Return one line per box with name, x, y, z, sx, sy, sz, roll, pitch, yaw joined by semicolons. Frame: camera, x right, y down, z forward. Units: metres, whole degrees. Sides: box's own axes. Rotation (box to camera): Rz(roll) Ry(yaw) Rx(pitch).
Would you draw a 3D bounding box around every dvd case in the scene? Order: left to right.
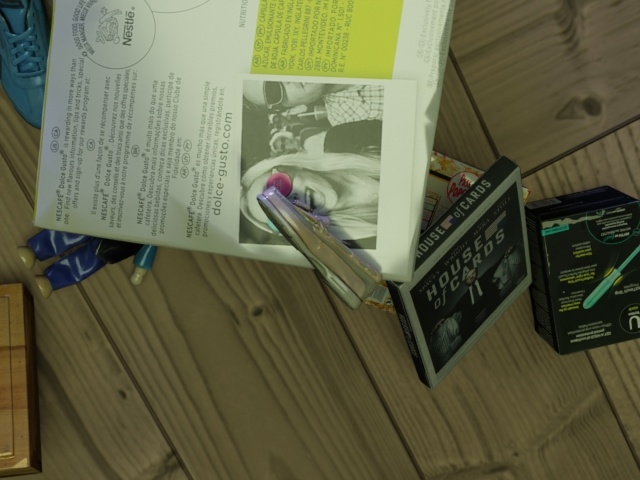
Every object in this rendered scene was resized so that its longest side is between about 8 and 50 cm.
dvd case;0.153;0.041;1.162;0.029;0.239;0.179;37;74;30

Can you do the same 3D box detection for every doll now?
doll;-0.236;-0.004;1.231;0.189;0.046;0.129;-29;100;-6

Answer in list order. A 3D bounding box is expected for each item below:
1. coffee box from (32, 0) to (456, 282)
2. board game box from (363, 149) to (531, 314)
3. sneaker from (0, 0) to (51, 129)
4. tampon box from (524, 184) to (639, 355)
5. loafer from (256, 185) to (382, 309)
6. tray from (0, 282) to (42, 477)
coffee box;-0.057;-0.180;1.046;0.334;0.337;0.338;8;101;0
board game box;0.137;0.001;1.272;0.146;0.045;0.193;22;99;-10
sneaker;-0.319;-0.217;1.161;0.069;0.082;0.209;-11;104;-6
tampon box;0.307;0.033;1.268;0.120;0.101;0.161;-12;104;-3
loafer;0.000;0.000;0.889;0.039;0.045;0.125;-42;105;-7
tray;-0.518;0.169;1.179;0.411;0.076;0.203;-6;73;-4
